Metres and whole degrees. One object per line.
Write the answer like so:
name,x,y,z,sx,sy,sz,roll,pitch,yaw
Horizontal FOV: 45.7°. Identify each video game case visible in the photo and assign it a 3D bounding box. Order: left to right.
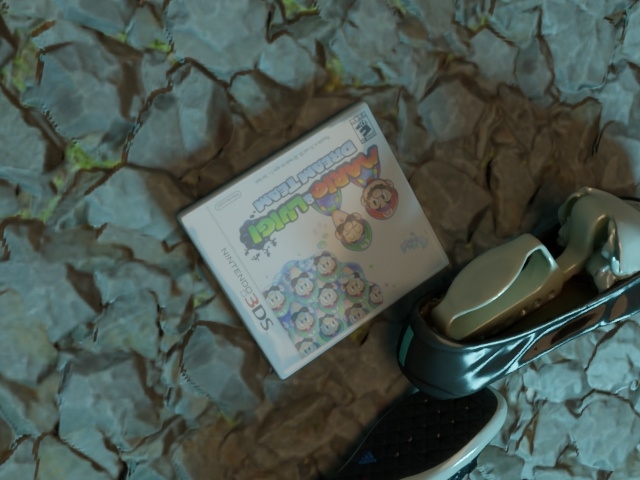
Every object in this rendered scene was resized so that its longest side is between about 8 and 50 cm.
video game case,0.000,0.000,0.550,0.157,0.019,0.143,-34,107,-12

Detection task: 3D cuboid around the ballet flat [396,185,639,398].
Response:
ballet flat,0.182,0.025,0.565,0.280,0.095,0.096,-29,136,-13

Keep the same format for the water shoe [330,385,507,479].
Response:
water shoe,0.063,0.188,0.582,0.203,0.073,0.080,-39,129,-6
